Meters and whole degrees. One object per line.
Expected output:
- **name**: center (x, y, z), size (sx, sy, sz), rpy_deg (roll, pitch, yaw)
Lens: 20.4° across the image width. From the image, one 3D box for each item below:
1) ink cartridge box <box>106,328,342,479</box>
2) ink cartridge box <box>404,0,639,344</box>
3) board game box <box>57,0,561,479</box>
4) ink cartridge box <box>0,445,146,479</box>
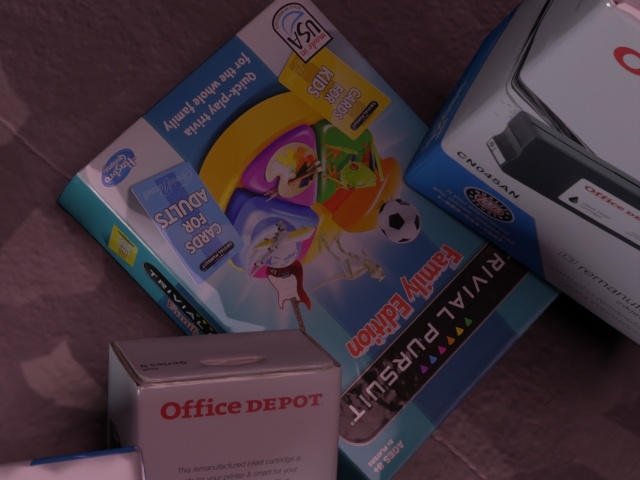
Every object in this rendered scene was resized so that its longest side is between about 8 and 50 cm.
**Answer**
- **ink cartridge box**: center (-0.073, 0.179, 1.289), size (0.154, 0.093, 0.212), rpy_deg (-4, 109, -21)
- **ink cartridge box**: center (0.269, -0.079, 1.277), size (0.285, 0.395, 0.166), rpy_deg (34, 69, -5)
- **board game box**: center (0.000, 0.000, 1.424), size (0.336, 0.079, 0.254), rpy_deg (46, 65, -2)
- **ink cartridge box**: center (-0.208, 0.197, 1.229), size (0.139, 0.190, 0.082), rpy_deg (-5, 78, -21)
